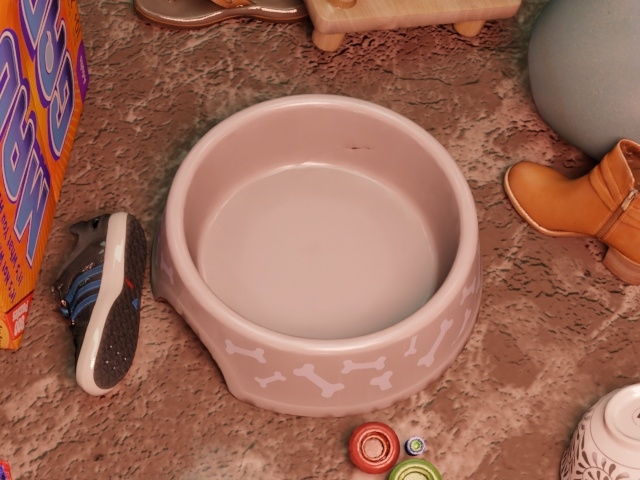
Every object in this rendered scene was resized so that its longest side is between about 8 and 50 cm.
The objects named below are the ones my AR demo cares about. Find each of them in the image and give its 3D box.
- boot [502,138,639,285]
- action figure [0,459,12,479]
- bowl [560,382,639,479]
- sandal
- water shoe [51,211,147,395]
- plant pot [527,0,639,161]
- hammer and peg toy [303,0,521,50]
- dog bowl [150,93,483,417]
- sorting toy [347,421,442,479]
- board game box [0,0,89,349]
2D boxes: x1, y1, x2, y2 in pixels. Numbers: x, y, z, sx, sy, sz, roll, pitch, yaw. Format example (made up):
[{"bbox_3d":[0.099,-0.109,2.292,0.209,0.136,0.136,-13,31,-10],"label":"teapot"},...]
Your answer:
[{"bbox_3d":[0.282,-0.054,1.299,0.197,0.152,0.073,35,62,18],"label":"boot"},{"bbox_3d":[-0.296,0.235,1.154,0.038,0.030,0.115,-13,57,-6],"label":"action figure"},{"bbox_3d":[0.299,0.183,1.156,0.170,0.080,0.170,-11,38,9],"label":"bowl"},{"bbox_3d":[-0.108,-0.293,1.482,0.219,0.060,0.090,2,57,-3],"label":"sandal"},{"bbox_3d":[-0.223,0.065,1.253,0.080,0.073,0.203,-7,51,18],"label":"water shoe"},{"bbox_3d":[0.336,-0.192,1.347,0.195,0.290,0.290,-3,50,36],"label":"plant pot"},{"bbox_3d":[0.066,-0.394,1.495,0.266,0.127,0.361,-8,59,-20],"label":"hammer and peg toy"},{"bbox_3d":[0.000,0.000,1.279,0.349,0.102,0.349,1,58,-2],"label":"dog bowl"},{"bbox_3d":[0.073,0.209,1.191,0.061,0.042,0.102,-44,81,-10],"label":"sorting toy"},{"bbox_3d":[-0.443,-0.152,1.194,0.356,0.356,0.356,7,57,1],"label":"board game box"}]
